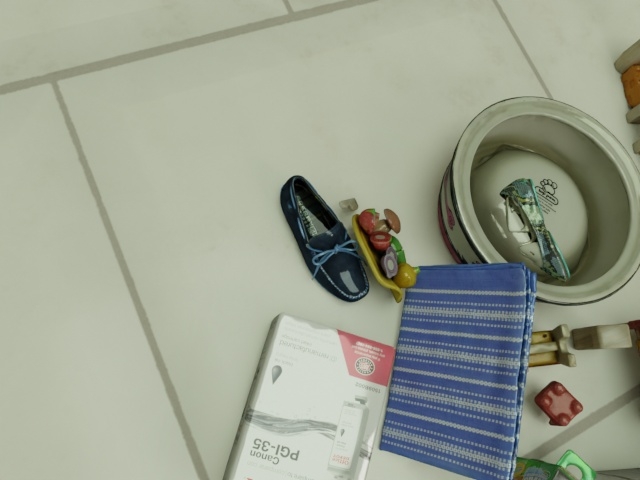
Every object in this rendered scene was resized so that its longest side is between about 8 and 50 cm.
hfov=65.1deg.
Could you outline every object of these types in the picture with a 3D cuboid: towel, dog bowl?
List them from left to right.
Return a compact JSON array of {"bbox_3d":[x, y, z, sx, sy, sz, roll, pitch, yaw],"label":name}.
[{"bbox_3d":[0.218,0.200,0.827,0.040,0.243,0.336,26,70,-41],"label":"towel"},{"bbox_3d":[0.415,-0.064,0.984,0.407,0.150,0.409,3,73,-10],"label":"dog bowl"}]

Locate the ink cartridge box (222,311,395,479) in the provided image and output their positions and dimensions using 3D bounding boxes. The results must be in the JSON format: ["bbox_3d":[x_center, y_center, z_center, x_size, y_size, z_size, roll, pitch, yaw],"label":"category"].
[{"bbox_3d":[-0.017,0.285,0.808,0.207,0.117,0.283,18,71,-7],"label":"ink cartridge box"}]

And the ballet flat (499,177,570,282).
[{"bbox_3d":[0.357,-0.012,0.852,0.070,0.070,0.189,-13,75,-15],"label":"ballet flat"}]

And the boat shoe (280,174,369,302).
[{"bbox_3d":[0.000,0.000,0.908,0.109,0.089,0.258,-36,84,-19],"label":"boat shoe"}]

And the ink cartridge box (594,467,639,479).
[{"bbox_3d":[0.629,0.489,0.859,0.232,0.168,0.172,2,73,-12],"label":"ink cartridge box"}]

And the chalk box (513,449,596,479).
[{"bbox_3d":[0.382,0.457,0.838,0.132,0.132,0.213,41,69,3],"label":"chalk box"}]

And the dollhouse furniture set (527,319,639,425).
[{"bbox_3d":[0.548,0.254,0.944,0.373,0.152,0.202,-7,76,4],"label":"dollhouse furniture set"}]

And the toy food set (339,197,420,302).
[{"bbox_3d":[0.119,0.001,0.906,0.071,0.128,0.218,-29,82,18],"label":"toy food set"}]

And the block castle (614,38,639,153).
[{"bbox_3d":[0.883,-0.277,1.110,0.302,0.213,0.454,1,74,-12],"label":"block castle"}]
